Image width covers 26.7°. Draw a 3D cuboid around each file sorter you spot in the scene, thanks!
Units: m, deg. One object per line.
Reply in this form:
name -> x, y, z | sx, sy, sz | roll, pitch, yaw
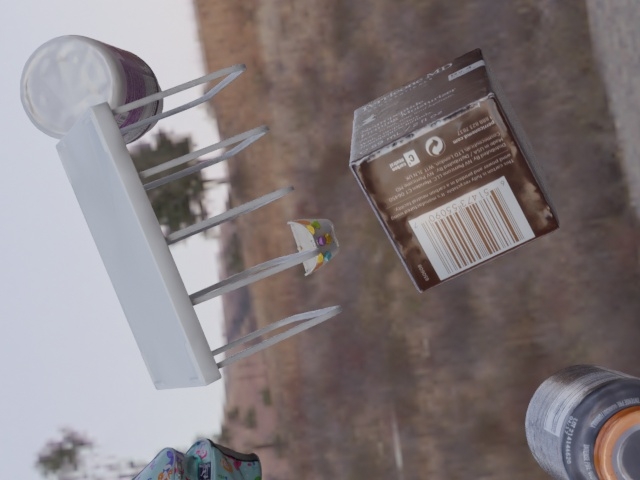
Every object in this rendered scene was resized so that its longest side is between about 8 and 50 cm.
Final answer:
file sorter -> -0.120, -0.012, 1.352 | 0.277, 0.173, 0.193 | 68, 159, -1

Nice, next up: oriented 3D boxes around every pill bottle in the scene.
pill bottle -> -0.361, -0.239, 2.217 | 0.301, 0.169, 0.169 | -7, -91, -80
pill bottle -> 0.283, 0.193, 1.300 | 0.246, 0.130, 0.130 | 174, 88, -88

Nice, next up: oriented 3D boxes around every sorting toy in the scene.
sorting toy -> 0.000, 0.000, 1.986 | 0.075, 0.045, 0.083 | -22, -86, -52

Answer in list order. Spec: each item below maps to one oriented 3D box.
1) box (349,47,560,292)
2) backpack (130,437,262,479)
box -> 0.142, -0.080, 1.462 | 0.167, 0.168, 0.203 | 60, -167, -18
backpack -> -0.182, 0.425, 1.887 | 0.191, 0.225, 0.253 | 19, -138, -33
